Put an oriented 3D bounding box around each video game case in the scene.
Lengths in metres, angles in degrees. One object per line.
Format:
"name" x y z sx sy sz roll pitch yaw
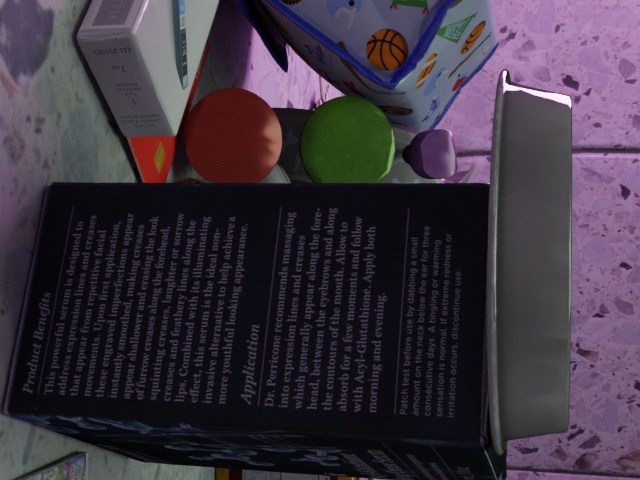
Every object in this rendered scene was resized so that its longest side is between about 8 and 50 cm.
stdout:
"video game case" -0.238 0.243 0.848 0.122 0.011 0.087 3 88 -78

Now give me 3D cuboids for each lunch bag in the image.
"lunch bag" 0.023 -0.335 1.300 0.239 0.385 0.328 -51 167 2

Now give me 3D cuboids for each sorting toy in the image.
"sorting toy" -0.007 -0.121 1.238 0.126 0.365 0.127 -169 -98 -69

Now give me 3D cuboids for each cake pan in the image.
"cake pan" 0.164 0.016 0.732 0.293 0.054 0.293 0 90 -76

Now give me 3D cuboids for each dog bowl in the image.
"dog bowl" 0.060 -0.108 1.487 0.349 0.349 0.102 27 76 -77

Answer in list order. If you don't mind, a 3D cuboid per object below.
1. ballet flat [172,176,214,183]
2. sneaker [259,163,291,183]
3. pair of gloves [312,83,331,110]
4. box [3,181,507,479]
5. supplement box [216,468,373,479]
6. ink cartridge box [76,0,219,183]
"ballet flat" -0.099 -0.017 1.065 0.068 0.213 0.072 12 99 -49
"sneaker" -0.102 -0.003 1.264 0.161 0.102 0.282 58 35 -63
"pair of gloves" 0.006 -0.162 1.891 0.204 0.042 0.240 75 21 -53
"box" -0.030 0.095 0.886 0.293 0.395 0.212 56 37 -66
"supplement box" -0.031 0.333 1.389 0.191 0.194 0.129 2 89 -78
"ink cartridge box" -0.158 -0.222 1.061 0.261 0.066 0.296 75 19 -50
